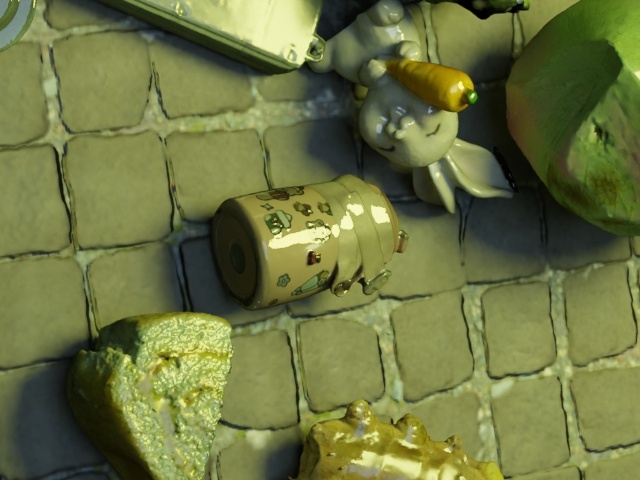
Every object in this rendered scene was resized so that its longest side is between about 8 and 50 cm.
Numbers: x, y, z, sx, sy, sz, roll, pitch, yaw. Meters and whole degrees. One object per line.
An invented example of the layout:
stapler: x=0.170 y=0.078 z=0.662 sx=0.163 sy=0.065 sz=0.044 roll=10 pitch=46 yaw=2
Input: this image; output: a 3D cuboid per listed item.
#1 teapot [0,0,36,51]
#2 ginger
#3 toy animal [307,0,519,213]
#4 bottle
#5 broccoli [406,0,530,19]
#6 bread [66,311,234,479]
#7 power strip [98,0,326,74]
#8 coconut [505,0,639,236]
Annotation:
teapot: x=-0.266 y=-0.194 z=1.342 sx=0.092 sy=0.091 sz=0.124 roll=-15 pitch=99 yaw=-25
ginger: x=0.054 y=0.186 z=1.475 sx=0.206 sy=0.081 sz=0.115 roll=-7 pitch=77 yaw=-18
toy animal: x=0.088 y=-0.105 z=1.479 sx=0.127 sy=0.131 sz=0.181 roll=-19 pitch=80 yaw=-59
bottle: x=0.000 y=-0.001 z=1.453 sx=0.152 sy=0.099 sz=0.098 roll=-11 pitch=92 yaw=-28
broccoli: x=0.127 y=-0.295 z=1.428 sx=0.263 sy=0.247 sz=0.243 roll=19 pitch=116 yaw=-26
bread: x=-0.135 y=0.123 z=1.379 sx=0.110 sy=0.103 sz=0.156 roll=18 pitch=74 yaw=-28
power strip: x=-0.119 y=-0.206 z=1.430 sx=0.272 sy=0.052 sz=0.078 roll=21 pitch=79 yaw=-21
coconut: x=0.267 y=-0.101 z=1.491 sx=0.204 sy=0.236 sz=0.236 roll=-43 pitch=106 yaw=2
